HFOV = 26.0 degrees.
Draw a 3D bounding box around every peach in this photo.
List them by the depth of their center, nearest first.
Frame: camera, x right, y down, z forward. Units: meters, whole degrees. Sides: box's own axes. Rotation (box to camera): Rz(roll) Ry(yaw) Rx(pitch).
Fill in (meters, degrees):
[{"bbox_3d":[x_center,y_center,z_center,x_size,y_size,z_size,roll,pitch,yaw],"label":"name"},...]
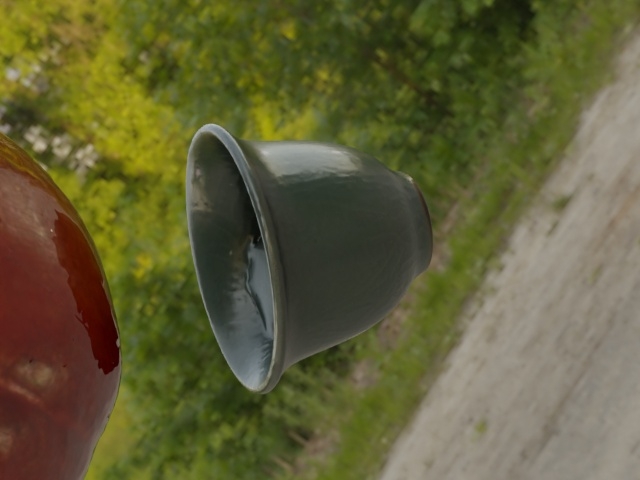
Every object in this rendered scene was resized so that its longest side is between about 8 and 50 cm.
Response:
[{"bbox_3d":[-0.306,0.057,0.877,0.370,0.370,0.370,-53,8,12],"label":"peach"}]

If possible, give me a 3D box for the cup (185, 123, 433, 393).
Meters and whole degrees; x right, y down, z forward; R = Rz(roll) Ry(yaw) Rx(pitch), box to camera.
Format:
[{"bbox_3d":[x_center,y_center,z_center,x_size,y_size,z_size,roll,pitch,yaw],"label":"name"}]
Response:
[{"bbox_3d":[0.000,0.000,1.022,0.150,0.199,0.199,-12,-7,-20],"label":"cup"}]
